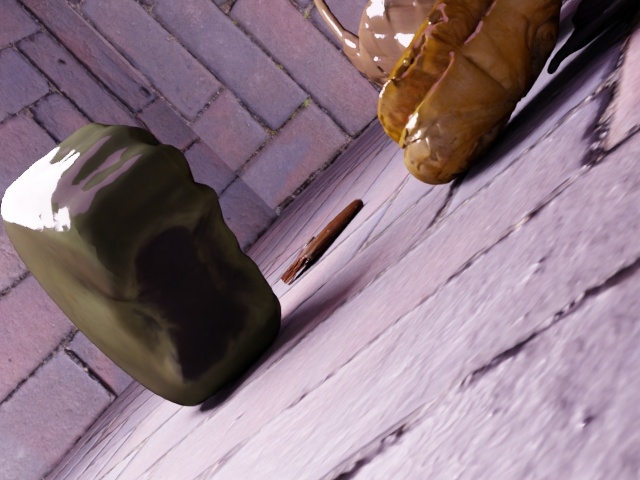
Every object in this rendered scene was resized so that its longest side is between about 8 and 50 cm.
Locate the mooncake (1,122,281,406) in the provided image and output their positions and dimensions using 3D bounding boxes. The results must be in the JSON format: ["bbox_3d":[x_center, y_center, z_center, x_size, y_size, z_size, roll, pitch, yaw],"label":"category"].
[{"bbox_3d":[-0.211,0.026,1.294,0.187,0.351,0.351,-47,5,-22],"label":"mooncake"}]

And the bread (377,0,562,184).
[{"bbox_3d":[0.153,-0.169,1.105,0.236,0.120,0.198,-54,-11,-3],"label":"bread"}]

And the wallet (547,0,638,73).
[{"bbox_3d":[0.349,-0.291,1.102,0.247,0.041,0.323,-40,2,39],"label":"wallet"}]

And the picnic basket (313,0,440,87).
[{"bbox_3d":[0.135,-0.364,1.520,0.293,0.337,0.337,-45,4,-6],"label":"picnic basket"}]

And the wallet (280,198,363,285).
[{"bbox_3d":[0.000,0.000,1.709,0.095,0.026,0.176,-44,3,47],"label":"wallet"}]
